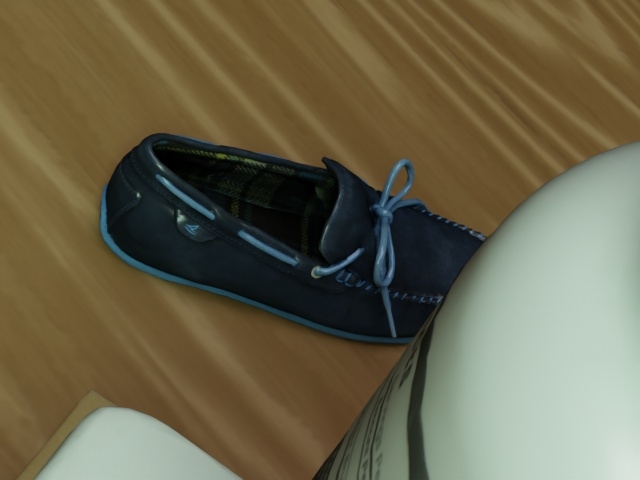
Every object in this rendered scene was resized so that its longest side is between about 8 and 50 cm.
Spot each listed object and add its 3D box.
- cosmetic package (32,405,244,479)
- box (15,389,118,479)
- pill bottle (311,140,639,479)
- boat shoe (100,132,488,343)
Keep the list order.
[{"bbox_3d":[-0.074,0.345,0.563,0.329,0.327,0.394,33,47,3],"label":"cosmetic package"},{"bbox_3d":[-0.104,0.189,0.886,0.164,0.021,0.201,33,46,4],"label":"box"},{"bbox_3d":[0.083,0.087,0.403,0.176,0.318,0.176,13,49,-16],"label":"pill bottle"},{"bbox_3d":[0.000,0.000,1.043,0.258,0.089,0.109,8,50,-19],"label":"boat shoe"}]
